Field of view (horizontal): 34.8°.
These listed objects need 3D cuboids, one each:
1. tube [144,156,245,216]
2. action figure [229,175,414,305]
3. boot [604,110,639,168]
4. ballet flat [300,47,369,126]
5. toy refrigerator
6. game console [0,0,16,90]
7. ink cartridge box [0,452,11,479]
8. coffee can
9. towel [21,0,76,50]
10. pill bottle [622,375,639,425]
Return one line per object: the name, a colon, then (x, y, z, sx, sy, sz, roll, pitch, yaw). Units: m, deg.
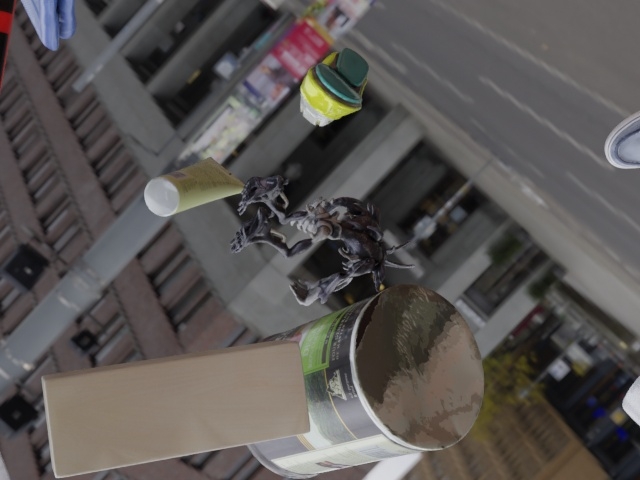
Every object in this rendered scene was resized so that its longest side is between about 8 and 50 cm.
tube: (-0.194, -0.088, 1.628, 0.240, 0.062, 0.070, -33, -69, -66)
action figure: (0.000, 0.000, 1.518, 0.276, 0.141, 0.164, 21, -127, -29)
boot: (0.421, -0.122, 1.162, 0.069, 0.190, 0.086, 64, -163, -18)
ballet flat: (0.012, -0.182, 1.273, 0.077, 0.077, 0.231, 41, -159, -6)
toy refrigerator: (-0.156, 0.176, 1.102, 0.094, 0.270, 0.102, 165, 97, -73)
game console: (-0.593, -0.338, 1.333, 0.387, 0.341, 0.060, 10, -176, -30)
ink cartridge box: (-0.598, 0.369, 1.646, 0.201, 0.117, 0.278, 29, 140, 32)
coffee can: (0.043, 0.187, 1.308, 0.201, 0.201, 0.275, 42, 143, -17)
towel: (-0.227, -0.277, 0.652, 0.285, 0.034, 0.209, 62, 165, 0)
pill bottle: (0.523, 0.271, 1.226, 0.318, 0.176, 0.176, 48, -173, 30)
